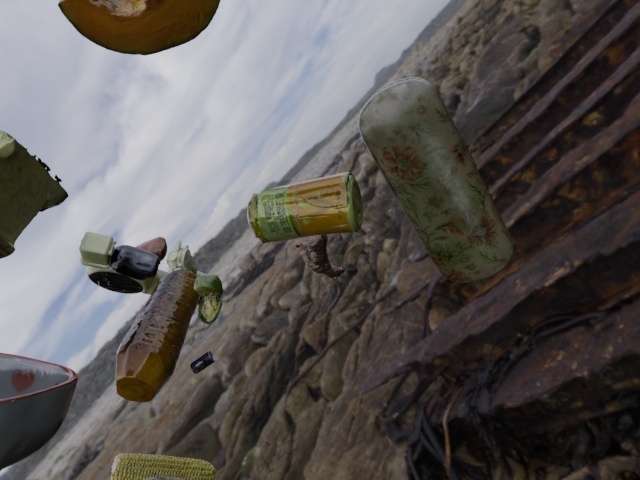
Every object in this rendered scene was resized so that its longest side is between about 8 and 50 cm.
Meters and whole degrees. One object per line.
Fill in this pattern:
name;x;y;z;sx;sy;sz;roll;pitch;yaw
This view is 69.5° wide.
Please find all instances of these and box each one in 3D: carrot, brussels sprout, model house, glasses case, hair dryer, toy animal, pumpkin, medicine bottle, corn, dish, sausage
carrot;-0.322;0.178;0.927;0.114;0.114;0.302;-46;22;27
brussels sprout;-0.187;0.094;0.771;0.051;0.046;0.083;-24;-57;-54
model house;-0.761;-0.082;0.976;0.261;0.321;0.266;76;-150;-56
glasses case;0.224;-0.101;0.876;0.156;0.425;0.098;-25;20;23
hair dryer;-0.234;0.244;0.894;0.047;0.026;0.083;-35;1;-4
toy animal;-0.007;0.004;1.420;0.114;0.255;0.116;-23;36;-22
pumpkin;-0.312;-0.440;0.838;0.312;0.148;0.169;-34;45;-19
medicine bottle;-0.037;-0.064;0.960;0.239;0.124;0.124;-9;20;17
corn;-0.373;0.560;1.105;0.081;0.248;0.081;-166;90;-76
dish;-0.449;0.219;0.565;0.256;0.256;0.117;162;117;-79
sausage;-0.644;0.070;1.612;0.300;0.083;0.089;-22;39;22

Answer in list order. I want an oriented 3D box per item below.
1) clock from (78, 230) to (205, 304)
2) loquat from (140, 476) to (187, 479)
clock;-0.498;0.093;1.368;0.276;0.379;0.120;116;160;-56
loquat;-0.280;0.505;0.789;0.213;0.213;0.213;-48;6;6
